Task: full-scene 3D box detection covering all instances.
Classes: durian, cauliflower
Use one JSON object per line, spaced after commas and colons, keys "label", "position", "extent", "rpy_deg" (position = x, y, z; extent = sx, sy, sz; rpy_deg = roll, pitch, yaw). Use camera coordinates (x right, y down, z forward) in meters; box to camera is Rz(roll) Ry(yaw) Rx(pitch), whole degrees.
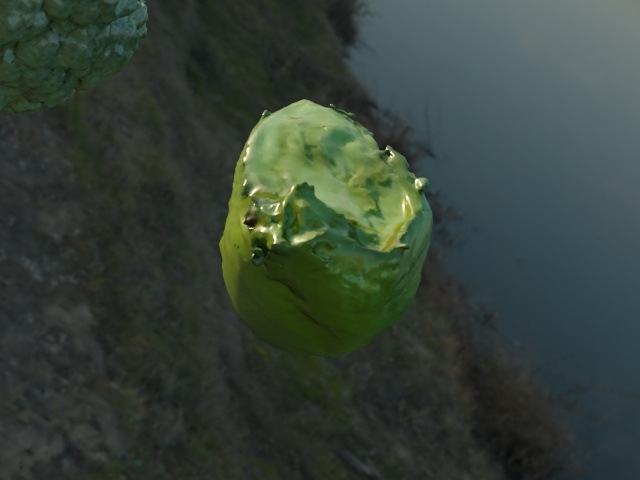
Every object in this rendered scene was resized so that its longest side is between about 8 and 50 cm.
{"label": "durian", "position": [0.000, 0.000, 1.293], "extent": [0.204, 0.340, 0.256], "rpy_deg": [0, 56, -4]}
{"label": "cauliflower", "position": [-0.257, -0.211, 0.900], "extent": [0.272, 0.275, 0.250], "rpy_deg": [-7, 77, -20]}
